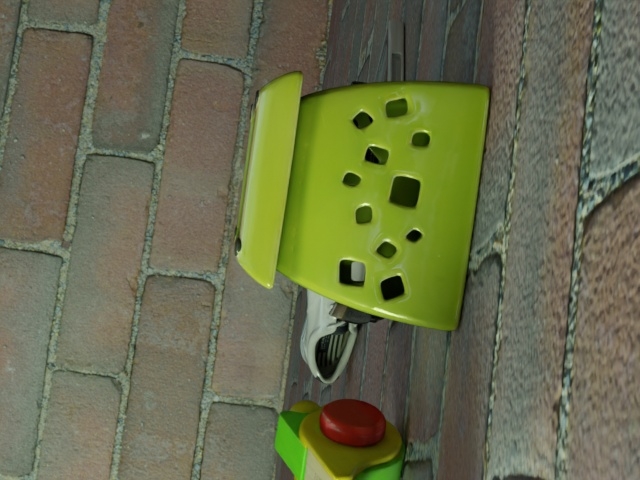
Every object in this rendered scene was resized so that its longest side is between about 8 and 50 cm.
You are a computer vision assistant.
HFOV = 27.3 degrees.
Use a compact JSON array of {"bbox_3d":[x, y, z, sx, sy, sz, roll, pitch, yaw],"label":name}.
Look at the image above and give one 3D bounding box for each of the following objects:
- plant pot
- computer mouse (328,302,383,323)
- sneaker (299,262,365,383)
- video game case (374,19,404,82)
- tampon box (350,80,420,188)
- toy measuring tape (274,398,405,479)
[{"bbox_3d":[0.028,-0.045,1.247,0.228,0.207,0.227,-161,79,-84],"label":"plant pot"},{"bbox_3d":[0.000,0.000,1.556,0.262,0.060,0.184,26,-119,-51],"label":"computer mouse"},{"bbox_3d":[0.026,0.093,1.916,0.091,0.094,0.258,-121,30,-53],"label":"sneaker"},{"bbox_3d":[0.086,-0.140,1.827,0.204,0.025,0.285,103,174,-46],"label":"video game case"},{"bbox_3d":[0.068,-0.084,1.463,0.161,0.101,0.120,106,170,-68],"label":"tampon box"},{"bbox_3d":[0.055,0.249,1.310,0.330,0.121,0.121,-136,50,-56],"label":"toy measuring tape"}]
